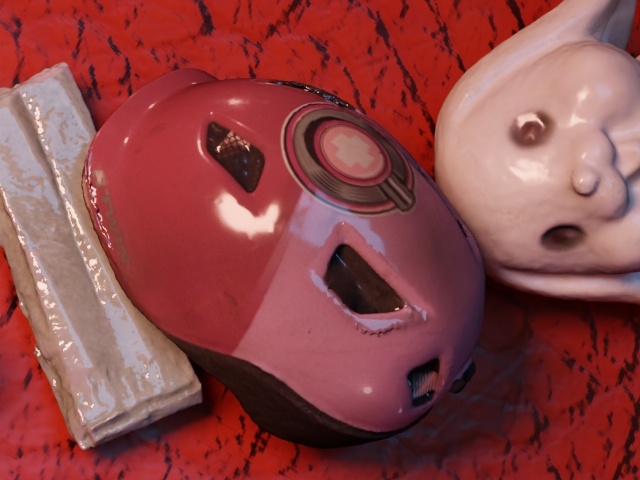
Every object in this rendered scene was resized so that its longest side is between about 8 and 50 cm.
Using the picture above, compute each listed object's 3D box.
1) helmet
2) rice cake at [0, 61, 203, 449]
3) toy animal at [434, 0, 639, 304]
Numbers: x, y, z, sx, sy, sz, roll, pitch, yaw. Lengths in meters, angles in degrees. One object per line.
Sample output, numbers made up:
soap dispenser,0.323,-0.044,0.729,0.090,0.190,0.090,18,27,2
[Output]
helmet,0.000,0.000,1.168,0.198,0.154,0.253,-45,110,-44
rice cake,-0.146,0.007,1.171,0.085,0.040,0.226,-19,84,-28
toy animal,0.212,-0.080,1.297,0.289,0.174,0.249,8,84,-25
